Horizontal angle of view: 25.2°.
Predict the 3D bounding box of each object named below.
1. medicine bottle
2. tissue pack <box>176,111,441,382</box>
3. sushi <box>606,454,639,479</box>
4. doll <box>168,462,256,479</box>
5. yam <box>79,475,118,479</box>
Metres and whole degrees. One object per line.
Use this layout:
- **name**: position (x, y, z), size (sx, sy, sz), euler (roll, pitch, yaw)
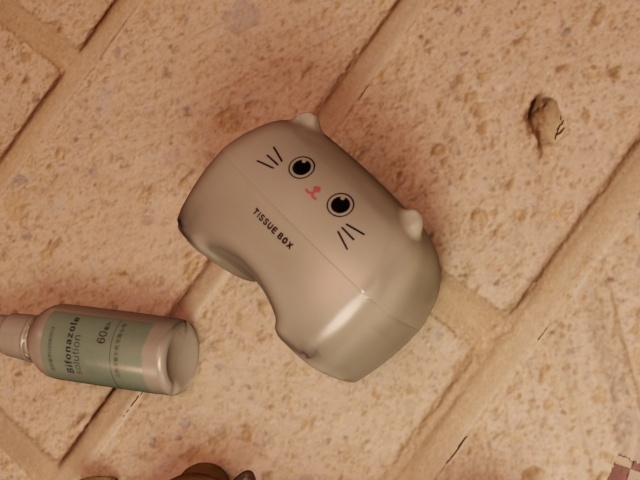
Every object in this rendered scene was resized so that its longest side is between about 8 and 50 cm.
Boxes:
- **medicine bottle**: position (-0.349, 0.147, 2.046), size (0.352, 0.110, 0.110), euler (5, 78, 24)
- **tissue pack**: position (0.000, 0.000, 1.868), size (0.236, 0.229, 0.333), euler (-47, 64, 5)
- **sushi**: position (0.394, 0.385, 1.693), size (0.192, 0.050, 0.215), euler (22, 86, 27)
- **doll**: position (-0.196, 0.433, 1.838), size (0.235, 0.174, 0.330), euler (24, 72, 24)
- **yam**: position (-0.284, 0.473, 1.949), size (0.067, 0.071, 0.317), euler (-18, 69, 22)
